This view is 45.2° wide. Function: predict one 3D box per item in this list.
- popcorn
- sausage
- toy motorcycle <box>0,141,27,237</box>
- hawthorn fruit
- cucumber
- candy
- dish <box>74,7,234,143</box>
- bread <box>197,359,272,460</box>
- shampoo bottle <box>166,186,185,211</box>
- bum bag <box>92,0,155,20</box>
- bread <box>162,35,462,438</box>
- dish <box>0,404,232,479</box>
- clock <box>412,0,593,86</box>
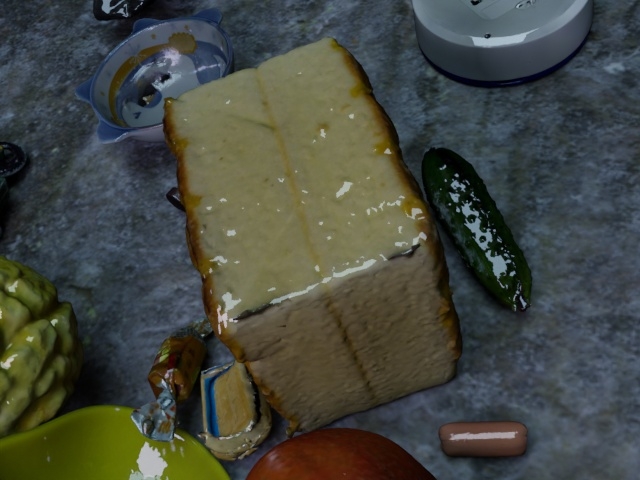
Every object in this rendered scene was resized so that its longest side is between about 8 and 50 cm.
[{"bbox_3d":[-0.375,0.135,0.786,0.270,0.258,0.224,-24,79,-48],"label":"popcorn"},{"bbox_3d":[0.154,0.188,0.729,0.083,0.034,0.034,-4,57,13],"label":"sausage"},{"bbox_3d":[-0.516,-0.053,1.015,0.187,0.124,0.274,7,45,-2],"label":"toy motorcycle"},{"bbox_3d":[0.006,0.249,0.662,0.196,0.196,0.225,-43,33,-14],"label":"hawthorn fruit"},{"bbox_3d":[0.170,-0.015,0.842,0.069,0.069,0.227,-24,59,0],"label":"cucumber"},{"bbox_3d":[-0.155,0.137,0.818,0.053,0.046,0.182,-19,30,18],"label":"candy"},{"bbox_3d":[-0.210,-0.211,1.061,0.236,0.086,0.228,-35,54,-8],"label":"dish"},{"bbox_3d":[-0.085,0.172,0.789,0.072,0.053,0.106,-22,40,5],"label":"bread"},{"bbox_3d":[-0.112,-0.133,0.997,0.068,0.067,0.236,23,67,38],"label":"shampoo bottle"},{"bbox_3d":[-0.287,-0.473,1.251,0.144,0.095,0.340,-17,49,13],"label":"bum bag"},{"bbox_3d":[0.000,0.000,0.755,0.207,0.279,0.279,-22,52,3],"label":"bread"},{"bbox_3d":[-0.207,0.267,0.691,0.221,0.262,0.108,36,115,33],"label":"dish"},{"bbox_3d":[0.236,-0.310,1.005,0.230,0.083,0.230,-7,58,12],"label":"clock"}]
